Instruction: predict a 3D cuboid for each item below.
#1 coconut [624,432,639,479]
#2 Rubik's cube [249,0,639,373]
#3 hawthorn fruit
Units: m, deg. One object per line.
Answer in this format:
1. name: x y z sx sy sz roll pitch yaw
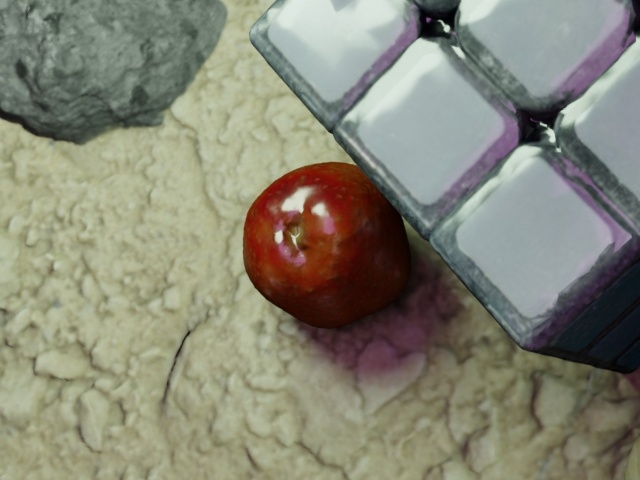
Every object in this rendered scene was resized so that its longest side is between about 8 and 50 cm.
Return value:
1. coconut: 0.318 0.178 0.981 0.241 0.241 0.241 -4 72 13
2. Rubik's cube: 0.190 -0.115 1.048 0.305 0.301 0.304 -47 69 13
3. hawthorn fruit: 0.000 0.000 1.177 0.132 0.138 0.133 -3 76 11
